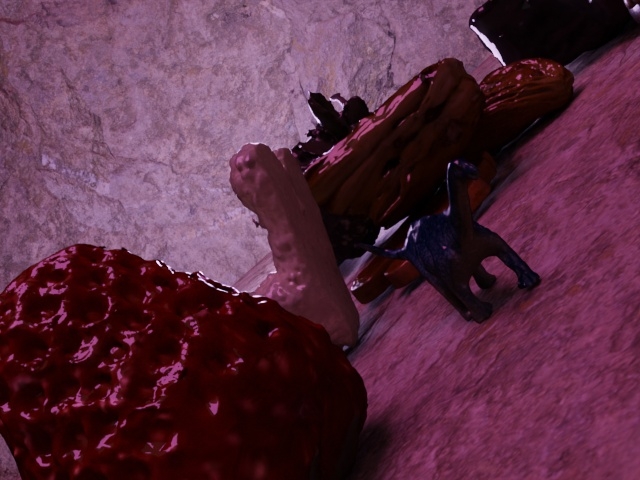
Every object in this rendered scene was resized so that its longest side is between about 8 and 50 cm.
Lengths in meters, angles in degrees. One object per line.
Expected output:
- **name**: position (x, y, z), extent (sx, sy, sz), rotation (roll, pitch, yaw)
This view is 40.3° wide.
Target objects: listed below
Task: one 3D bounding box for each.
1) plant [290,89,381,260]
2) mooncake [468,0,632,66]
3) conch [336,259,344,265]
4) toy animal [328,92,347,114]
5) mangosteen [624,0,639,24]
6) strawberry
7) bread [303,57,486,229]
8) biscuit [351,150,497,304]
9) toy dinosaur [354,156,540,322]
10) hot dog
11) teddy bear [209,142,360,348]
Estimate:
- **plant**: position (0.043, -0.138, 1.688), extent (0.213, 0.215, 0.312), rotation (-33, -41, -58)
- **mooncake**: position (0.505, -0.479, 1.684), extent (0.350, 0.212, 0.381), rotation (-40, 2, -27)
- **conch**: position (0.003, 0.004, 1.864), extent (0.185, 0.121, 0.221), rotation (-24, 18, 17)
- **toy animal**: position (0.125, -0.220, 1.911), extent (0.225, 0.284, 0.302), rotation (-40, 5, -1)
- **mangosteen**: position (0.501, -0.391, 1.260), extent (0.146, 0.181, 0.156), rotation (-32, 24, 25)
- **strawberry**: position (-0.144, 0.143, 0.796), extent (0.317, 0.345, 0.295), rotation (-44, 5, -21)
- **bread**: position (0.129, -0.138, 1.413), extent (0.324, 0.167, 0.277), rotation (-40, 2, 7)
- **biscuit**: position (0.175, -0.023, 1.348), extent (0.334, 0.047, 0.202), rotation (-49, 10, -35)
- **toy dinosaur**: position (0.138, 0.013, 0.933), extent (0.076, 0.147, 0.363), rotation (-41, -1, -14)
- **hot dog**: position (0.317, -0.229, 1.555), extent (0.272, 0.122, 0.196), rotation (-39, 9, 39)
- **teddy bear**: position (-0.145, 0.105, 1.228), extent (0.362, 0.375, 0.327), rotation (-26, -3, 12)
